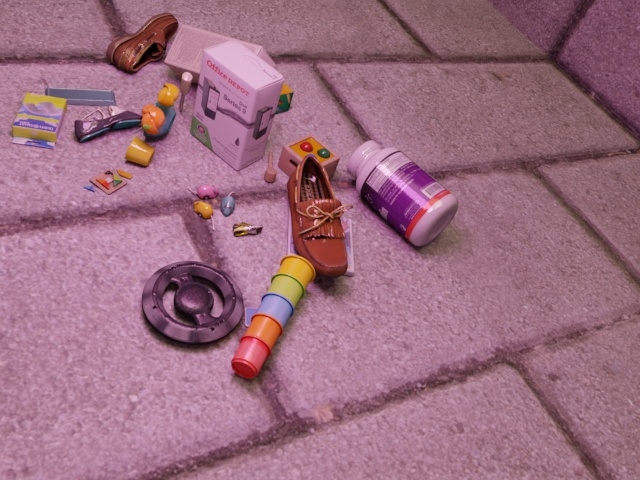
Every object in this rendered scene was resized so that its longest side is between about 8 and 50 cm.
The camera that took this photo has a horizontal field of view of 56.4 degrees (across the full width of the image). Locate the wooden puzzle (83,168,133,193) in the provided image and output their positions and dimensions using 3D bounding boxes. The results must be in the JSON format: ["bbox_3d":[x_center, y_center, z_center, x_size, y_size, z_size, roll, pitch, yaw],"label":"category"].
[{"bbox_3d":[-0.552,-0.157,1.559,0.078,0.014,0.116,29,45,6],"label":"wooden puzzle"}]

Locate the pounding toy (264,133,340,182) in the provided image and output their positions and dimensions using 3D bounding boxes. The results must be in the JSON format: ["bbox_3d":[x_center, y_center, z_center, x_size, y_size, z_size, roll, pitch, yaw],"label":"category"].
[{"bbox_3d":[-0.078,-0.241,1.768,0.181,0.094,0.206,42,47,19],"label":"pounding toy"}]

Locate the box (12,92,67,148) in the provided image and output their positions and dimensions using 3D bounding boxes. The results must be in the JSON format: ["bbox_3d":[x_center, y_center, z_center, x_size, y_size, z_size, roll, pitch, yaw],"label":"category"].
[{"bbox_3d":[-0.760,-0.327,1.618,0.108,0.042,0.178,7,46,-15],"label":"box"}]

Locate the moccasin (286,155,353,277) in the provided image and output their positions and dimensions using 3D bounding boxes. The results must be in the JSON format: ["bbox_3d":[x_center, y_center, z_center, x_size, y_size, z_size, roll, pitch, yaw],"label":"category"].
[{"bbox_3d":[0.001,-0.068,1.564,0.139,0.147,0.380,6,47,-16],"label":"moccasin"}]

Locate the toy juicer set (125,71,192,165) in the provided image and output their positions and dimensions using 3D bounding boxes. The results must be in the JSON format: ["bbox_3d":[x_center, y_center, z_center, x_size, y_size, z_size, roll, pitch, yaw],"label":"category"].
[{"bbox_3d":[-0.447,-0.375,1.668,0.089,0.209,0.329,26,44,-9],"label":"toy juicer set"}]

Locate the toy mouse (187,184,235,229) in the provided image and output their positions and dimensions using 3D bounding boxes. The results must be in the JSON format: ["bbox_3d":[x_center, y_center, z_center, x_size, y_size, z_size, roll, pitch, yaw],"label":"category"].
[{"bbox_3d":[-0.281,-0.114,1.612,0.161,0.031,0.143,43,48,19],"label":"toy mouse"}]

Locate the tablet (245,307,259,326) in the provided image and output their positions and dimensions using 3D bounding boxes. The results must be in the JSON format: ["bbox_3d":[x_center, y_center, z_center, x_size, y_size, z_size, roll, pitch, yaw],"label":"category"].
[{"bbox_3d":[-0.136,0.183,1.406,0.083,0.006,0.054,6,47,-15],"label":"tablet"}]

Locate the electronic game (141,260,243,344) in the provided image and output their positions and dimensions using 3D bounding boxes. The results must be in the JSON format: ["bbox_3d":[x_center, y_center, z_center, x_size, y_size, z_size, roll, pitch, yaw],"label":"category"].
[{"bbox_3d":[-0.288,0.138,1.359,0.229,0.048,0.229,12,45,-12],"label":"electronic game"}]

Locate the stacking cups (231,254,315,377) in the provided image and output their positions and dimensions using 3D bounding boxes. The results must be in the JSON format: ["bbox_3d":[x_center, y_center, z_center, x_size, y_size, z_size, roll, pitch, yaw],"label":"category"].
[{"bbox_3d":[-0.115,0.171,1.368,0.096,0.096,0.316,27,49,5],"label":"stacking cups"}]

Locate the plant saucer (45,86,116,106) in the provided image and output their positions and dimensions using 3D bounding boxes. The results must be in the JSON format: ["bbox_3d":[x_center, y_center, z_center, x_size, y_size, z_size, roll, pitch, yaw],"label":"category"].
[{"bbox_3d":[-0.701,-0.423,1.750,0.191,0.018,0.067,-4,50,-23],"label":"plant saucer"}]

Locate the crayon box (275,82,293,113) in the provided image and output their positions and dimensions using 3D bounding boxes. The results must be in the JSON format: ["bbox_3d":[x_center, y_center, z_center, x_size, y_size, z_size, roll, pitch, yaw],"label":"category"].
[{"bbox_3d":[-0.241,-0.528,1.984,0.165,0.081,0.278,-24,60,-37],"label":"crayon box"}]

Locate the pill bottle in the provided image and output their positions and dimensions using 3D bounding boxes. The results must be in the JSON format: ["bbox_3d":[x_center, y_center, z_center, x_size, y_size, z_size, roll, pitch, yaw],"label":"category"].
[{"bbox_3d":[0.230,-0.146,1.738,0.181,0.182,0.323,-28,62,-38],"label":"pill bottle"}]

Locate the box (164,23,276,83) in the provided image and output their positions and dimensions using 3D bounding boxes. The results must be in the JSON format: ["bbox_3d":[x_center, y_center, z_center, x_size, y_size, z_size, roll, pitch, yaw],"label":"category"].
[{"bbox_3d":[-0.311,-0.549,1.855,0.311,0.121,0.148,24,85,23],"label":"box"}]

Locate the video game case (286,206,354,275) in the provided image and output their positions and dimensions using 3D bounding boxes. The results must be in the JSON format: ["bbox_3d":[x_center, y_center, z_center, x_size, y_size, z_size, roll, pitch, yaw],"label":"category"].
[{"bbox_3d":[0.000,0.000,1.621,0.183,0.023,0.201,11,45,-12],"label":"video game case"}]

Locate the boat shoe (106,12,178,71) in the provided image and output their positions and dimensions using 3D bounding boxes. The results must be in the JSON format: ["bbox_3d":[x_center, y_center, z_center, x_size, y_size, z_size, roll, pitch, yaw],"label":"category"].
[{"bbox_3d":[-0.556,-0.639,1.959,0.104,0.111,0.307,34,55,6],"label":"boat shoe"}]

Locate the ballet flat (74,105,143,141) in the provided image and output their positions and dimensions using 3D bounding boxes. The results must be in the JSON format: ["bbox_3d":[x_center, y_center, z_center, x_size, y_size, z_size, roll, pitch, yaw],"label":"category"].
[{"bbox_3d":[-0.592,-0.337,1.666,0.203,0.074,0.074,-28,63,-36],"label":"ballet flat"}]

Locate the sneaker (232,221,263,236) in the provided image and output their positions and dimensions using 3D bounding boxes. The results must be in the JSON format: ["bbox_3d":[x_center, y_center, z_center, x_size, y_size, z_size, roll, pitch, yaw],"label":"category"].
[{"bbox_3d":[-0.192,-0.035,1.573,0.083,0.031,0.035,-7,51,-27],"label":"sneaker"}]

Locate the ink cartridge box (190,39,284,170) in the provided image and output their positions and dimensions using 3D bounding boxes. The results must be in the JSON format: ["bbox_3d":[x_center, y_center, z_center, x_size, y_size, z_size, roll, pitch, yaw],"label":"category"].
[{"bbox_3d":[-0.244,-0.382,1.697,0.211,0.289,0.121,39,46,16],"label":"ink cartridge box"}]
